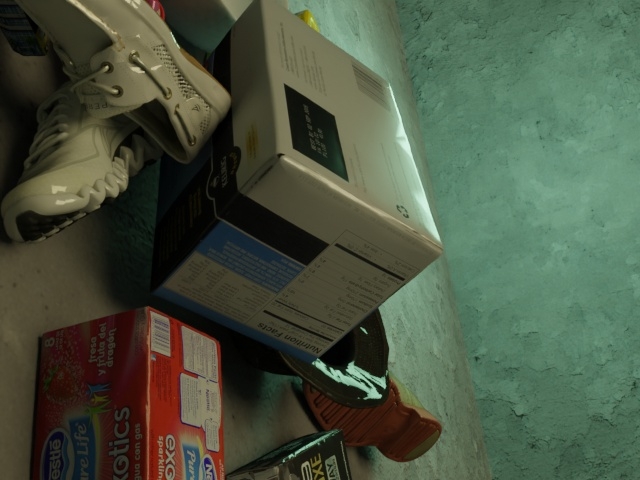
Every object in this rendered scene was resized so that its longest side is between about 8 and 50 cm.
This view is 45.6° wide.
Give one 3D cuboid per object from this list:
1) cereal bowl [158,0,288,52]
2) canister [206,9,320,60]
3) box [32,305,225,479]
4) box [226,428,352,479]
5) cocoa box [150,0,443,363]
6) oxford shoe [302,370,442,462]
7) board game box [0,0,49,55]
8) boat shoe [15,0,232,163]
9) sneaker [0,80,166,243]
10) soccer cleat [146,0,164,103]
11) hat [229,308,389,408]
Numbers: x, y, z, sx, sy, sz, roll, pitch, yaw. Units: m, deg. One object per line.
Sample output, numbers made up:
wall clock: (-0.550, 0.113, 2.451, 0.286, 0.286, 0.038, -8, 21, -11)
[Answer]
cereal bowl: (-0.182, -0.414, 1.073, 0.339, 0.141, 0.339, -17, 90, -70)
canister: (-0.088, -0.289, 1.200, 0.073, 0.169, 0.126, 59, 25, -45)
box: (-0.166, 0.205, 0.675, 0.128, 0.122, 0.257, 41, 38, -58)
box: (-0.011, 0.428, 1.012, 0.242, 0.076, 0.308, 9, 67, -69)
cocoa box: (-0.043, -0.077, 0.907, 0.231, 0.228, 0.347, 29, 32, -29)
oxford shoe: (0.069, 0.274, 1.343, 0.397, 0.140, 0.146, 46, 3, -46)
board game box: (-0.298, -0.303, 0.687, 0.194, 0.060, 0.194, 86, -1, -62)
boat shoe: (-0.184, -0.155, 0.696, 0.277, 0.098, 0.096, 37, 69, -51)
sneaker: (-0.241, -0.088, 0.743, 0.118, 0.110, 0.292, 60, 14, -17)
soccer cleat: (-0.219, -0.232, 0.905, 0.083, 0.095, 0.248, -16, 90, -71)
hat: (-0.042, 0.119, 1.080, 0.331, 0.134, 0.331, 43, 26, -26)
